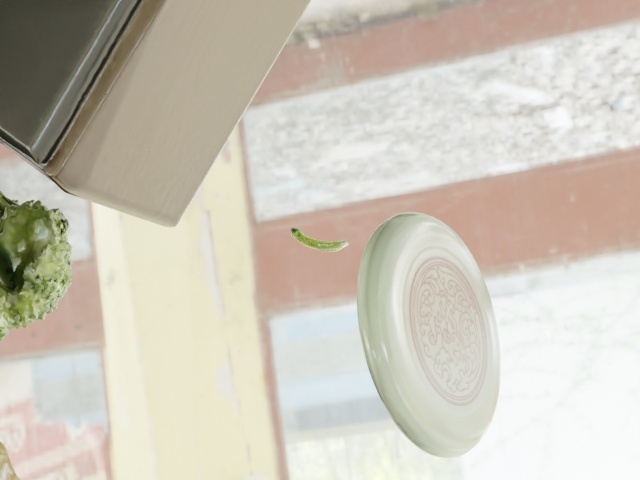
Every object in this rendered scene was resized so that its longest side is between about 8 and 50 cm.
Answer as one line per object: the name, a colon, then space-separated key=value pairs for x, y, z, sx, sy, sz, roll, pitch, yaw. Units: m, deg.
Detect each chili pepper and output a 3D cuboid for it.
chili pepper: x=0.000 y=-0.001 z=1.457 sx=0.083 sy=0.030 sz=0.017 roll=16 pitch=137 yaw=-20

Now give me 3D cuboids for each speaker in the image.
speaker: x=-0.141 y=-0.152 z=0.854 sx=0.153 sy=0.231 sz=0.192 roll=33 pitch=-176 yaw=25

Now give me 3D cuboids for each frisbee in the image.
frisbee: x=0.052 y=0.040 z=0.510 sx=0.014 sy=0.110 sz=0.110 roll=-16 pitch=167 yaw=33

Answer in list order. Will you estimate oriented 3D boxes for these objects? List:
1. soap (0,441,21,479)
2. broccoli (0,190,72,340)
soap: x=-0.270 y=0.291 z=0.763 sx=0.143 sy=0.259 sz=0.281 roll=39 pitch=177 yaw=-10
broccoli: x=-0.307 y=-0.020 z=0.890 sx=0.302 sy=0.254 sz=0.186 roll=-48 pitch=-168 yaw=-18
